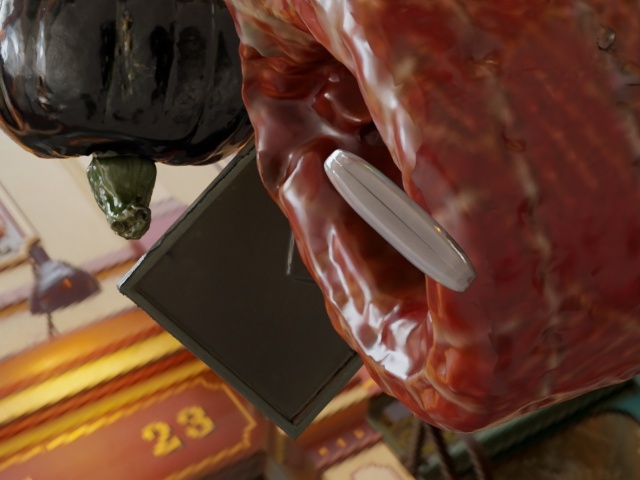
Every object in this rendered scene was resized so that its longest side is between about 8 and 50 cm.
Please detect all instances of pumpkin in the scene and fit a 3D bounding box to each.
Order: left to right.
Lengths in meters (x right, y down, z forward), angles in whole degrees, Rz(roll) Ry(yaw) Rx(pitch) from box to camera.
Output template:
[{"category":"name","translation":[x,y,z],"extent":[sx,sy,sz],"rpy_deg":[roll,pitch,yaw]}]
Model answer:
[{"category":"pumpkin","translation":[-0.181,-0.144,1.217],"extent":[0.296,0.296,0.295],"rpy_deg":[-25,-41,-24]}]

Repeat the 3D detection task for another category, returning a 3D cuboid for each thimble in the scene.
[{"category":"thimble","translation":[0.103,-0.063,0.825],"extent":[0.231,0.350,0.350],"rpy_deg":[-21,-42,-17]}]

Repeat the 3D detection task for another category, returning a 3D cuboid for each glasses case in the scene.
[{"category":"glasses case","translation":[0.035,-0.009,0.570],"extent":[0.021,0.083,0.032],"rpy_deg":[-47,-8,-1]}]

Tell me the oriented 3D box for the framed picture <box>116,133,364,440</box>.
[{"category":"framed picture","translation":[0.000,0.000,1.203],"extent":[0.315,0.024,0.232],"rpy_deg":[-47,-71,-2]}]
